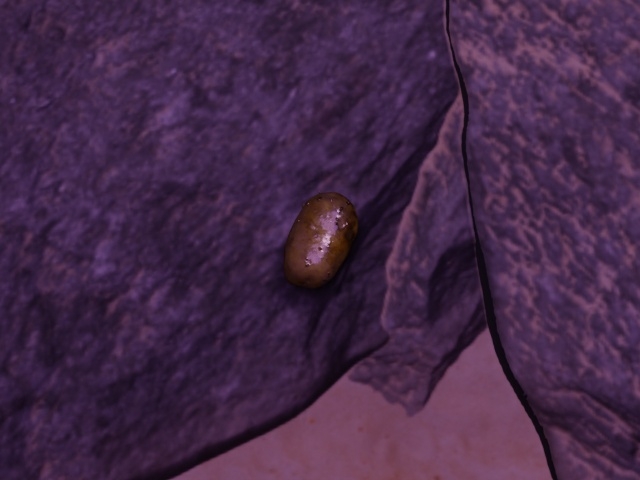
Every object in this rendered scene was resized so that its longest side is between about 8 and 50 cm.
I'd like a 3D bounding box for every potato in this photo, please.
[{"bbox_3d":[0.000,0.000,1.454,0.051,0.040,0.083,21,79,23],"label":"potato"}]
